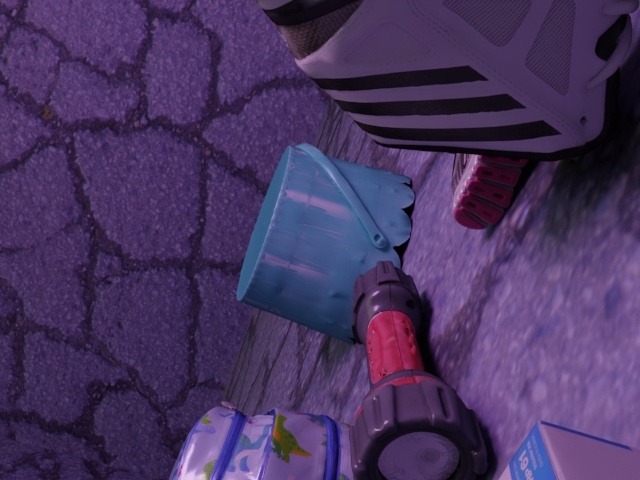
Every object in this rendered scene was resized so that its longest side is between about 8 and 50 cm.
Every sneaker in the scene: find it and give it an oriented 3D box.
[{"bbox_3d":[0.181,-0.222,0.441,0.448,0.257,0.169,-32,33,16],"label":"sneaker"},{"bbox_3d":[0.160,-0.095,0.616,0.074,0.063,0.170,-94,18,-52],"label":"sneaker"}]

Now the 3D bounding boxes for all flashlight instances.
[{"bbox_3d":[0.072,0.110,0.635,0.103,0.103,0.304,-41,18,16],"label":"flashlight"}]

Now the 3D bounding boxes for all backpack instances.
[{"bbox_3d":[-0.057,0.296,0.672,0.355,0.273,0.290,-32,32,57],"label":"backpack"}]

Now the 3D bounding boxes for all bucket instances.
[{"bbox_3d":[0.000,0.000,1.008,0.281,0.183,0.281,-161,90,-80],"label":"bucket"}]

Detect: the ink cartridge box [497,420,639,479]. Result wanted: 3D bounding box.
[{"bbox_3d":[0.114,0.152,0.313,0.052,0.089,0.122,-90,20,-63],"label":"ink cartridge box"}]
